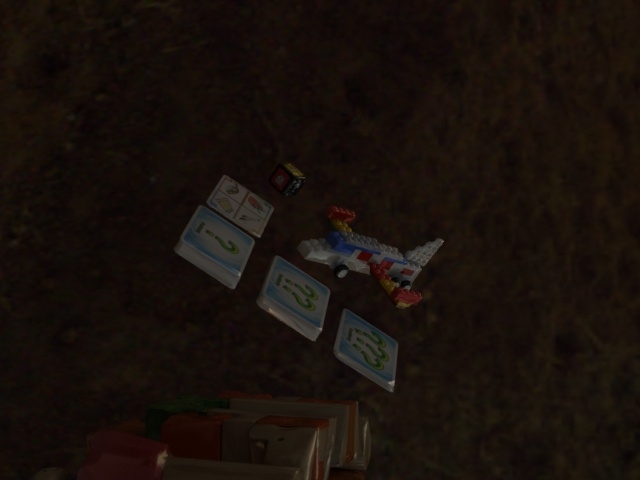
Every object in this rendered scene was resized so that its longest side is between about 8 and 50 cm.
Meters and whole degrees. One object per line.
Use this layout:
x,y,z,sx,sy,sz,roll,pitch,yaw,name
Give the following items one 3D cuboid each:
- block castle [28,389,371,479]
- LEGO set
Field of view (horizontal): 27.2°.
-0.094,0.289,1.141,0.453,0.213,0.302,10,84,-80,block castle
0.000,0.000,1.002,0.182,0.060,0.244,34,19,-5,LEGO set
